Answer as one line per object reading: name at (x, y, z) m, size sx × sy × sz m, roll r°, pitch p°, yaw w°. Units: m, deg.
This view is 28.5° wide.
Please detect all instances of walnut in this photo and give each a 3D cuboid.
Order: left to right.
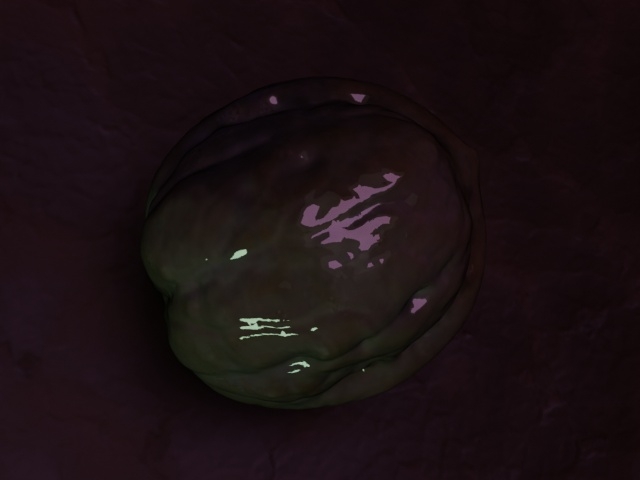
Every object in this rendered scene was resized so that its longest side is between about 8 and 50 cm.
walnut at (0.000, 0.000, 0.790) m, size 0.224 × 0.224 × 0.224 m, roll 5°, pitch 73°, yaw -18°
